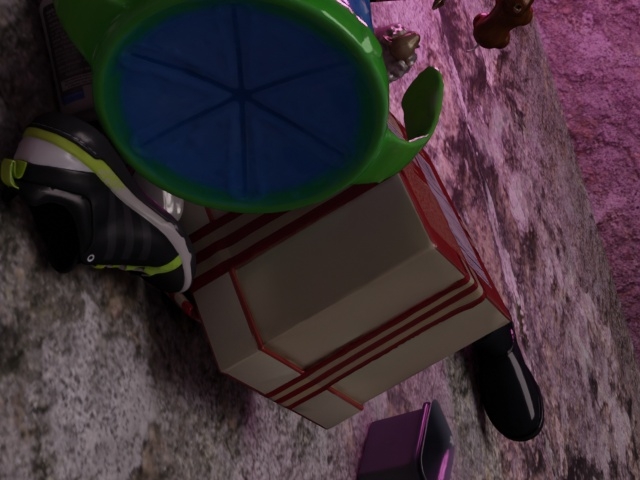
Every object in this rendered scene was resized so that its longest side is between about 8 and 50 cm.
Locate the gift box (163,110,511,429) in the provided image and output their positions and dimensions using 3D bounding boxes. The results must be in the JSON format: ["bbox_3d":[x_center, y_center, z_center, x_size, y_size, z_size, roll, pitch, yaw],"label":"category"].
[{"bbox_3d":[-0.003,0.009,1.299,0.255,0.258,0.276,43,19,-52],"label":"gift box"}]

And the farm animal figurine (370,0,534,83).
[{"bbox_3d":[0.135,-0.388,1.780,0.330,0.327,0.172,70,23,-12],"label":"farm animal figurine"}]

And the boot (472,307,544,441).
[{"bbox_3d":[0.265,0.179,2.072,0.207,0.094,0.246,42,33,-62],"label":"boot"}]

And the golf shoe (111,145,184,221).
[{"bbox_3d":[-0.147,-0.104,1.208,0.067,0.086,0.186,6,69,-43],"label":"golf shoe"}]

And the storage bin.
[{"bbox_3d":[0.105,0.270,1.622,0.135,0.091,0.098,-69,140,-55],"label":"storage bin"}]

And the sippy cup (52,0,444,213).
[{"bbox_3d":[-0.054,-0.179,1.102,0.224,0.240,0.305,-83,150,-44],"label":"sippy cup"}]

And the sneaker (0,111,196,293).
[{"bbox_3d":[-0.191,-0.008,1.101,0.097,0.084,0.234,-62,141,-22],"label":"sneaker"}]

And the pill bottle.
[{"bbox_3d":[-0.198,-0.177,1.146,0.078,0.078,0.137,-6,83,-69],"label":"pill bottle"}]
